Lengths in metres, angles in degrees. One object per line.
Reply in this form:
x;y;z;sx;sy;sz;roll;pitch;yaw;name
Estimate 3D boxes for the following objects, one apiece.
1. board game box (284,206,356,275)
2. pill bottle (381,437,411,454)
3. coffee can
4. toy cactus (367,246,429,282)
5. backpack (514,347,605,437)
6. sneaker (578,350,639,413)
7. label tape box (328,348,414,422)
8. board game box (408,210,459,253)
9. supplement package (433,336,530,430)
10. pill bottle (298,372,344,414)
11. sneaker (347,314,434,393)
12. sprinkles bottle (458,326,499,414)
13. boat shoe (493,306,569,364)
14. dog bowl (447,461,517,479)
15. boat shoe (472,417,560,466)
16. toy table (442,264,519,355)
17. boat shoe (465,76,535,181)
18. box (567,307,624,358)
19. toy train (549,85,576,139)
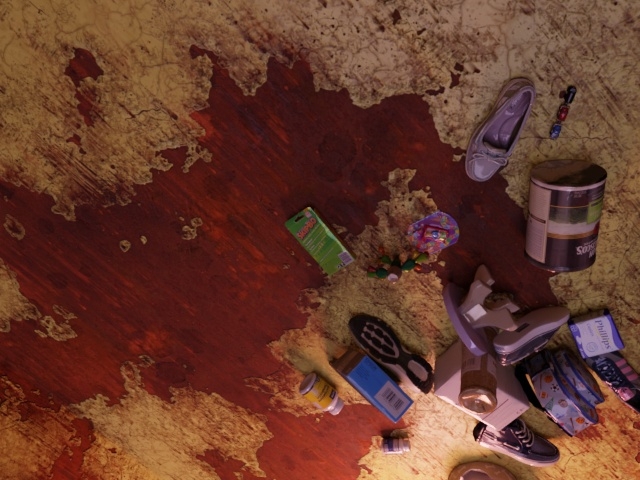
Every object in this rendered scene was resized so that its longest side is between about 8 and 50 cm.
0.000;0.000;1.836;0.124;0.039;0.259;-32;111;26;board game box
0.330;0.897;2.272;0.120;0.067;0.067;-11;117;19;pill bottle
0.712;-0.073;1.530;0.202;0.201;0.275;-1;120;14;coffee can
0.254;0.086;1.748;0.219;0.180;0.112;-8;105;16;toy cactus
0.855;0.531;1.819;0.276;0.263;0.213;38;121;-9;backpack
1.041;0.479;1.822;0.319;0.131;0.112;38;121;-10;sneaker
0.181;0.537;1.993;0.249;0.348;0.115;44;80;-4;label tape box
0.378;-0.016;1.741;0.169;0.033;0.133;-28;110;26;board game box
0.588;0.529;1.929;0.293;0.177;0.175;31;122;-6;supplement package
0.007;0.645;2.175;0.184;0.103;0.103;41;120;-12;pill bottle
0.237;0.457;2.002;0.410;0.158;0.182;44;137;-8;sneaker
0.538;0.411;1.762;0.121;0.355;0.121;10;126;14;sprinkles bottle
0.716;0.323;1.753;0.301;0.108;0.102;-26;111;-19;boat shoe
0.716;1.112;2.290;0.349;0.102;0.348;6;122;9;dog bowl
0.790;0.777;2.056;0.341;0.127;0.158;12;129;7;boat shoe
0.530;0.222;1.717;0.161;0.274;0.252;-40;143;27;toy table
0.514;-0.305;1.497;0.118;0.103;0.320;24;122;-1;boat shoe
0.928;0.314;1.760;0.137;0.072;0.126;-23;89;24;box
0.683;-0.355;1.467;0.027;0.036;0.158;13;122;5;toy train
